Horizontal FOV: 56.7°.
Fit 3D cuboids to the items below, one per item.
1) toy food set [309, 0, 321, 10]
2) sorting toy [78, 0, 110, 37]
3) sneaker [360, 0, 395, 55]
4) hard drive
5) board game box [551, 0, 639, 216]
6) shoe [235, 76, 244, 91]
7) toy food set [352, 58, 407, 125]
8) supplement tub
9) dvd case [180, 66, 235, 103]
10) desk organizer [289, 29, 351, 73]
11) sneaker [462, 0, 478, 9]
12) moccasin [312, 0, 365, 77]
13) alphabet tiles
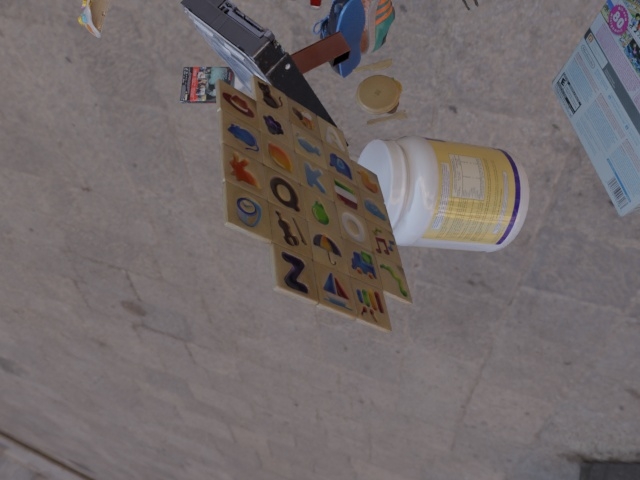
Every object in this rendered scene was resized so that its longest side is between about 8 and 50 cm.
[{"bbox_3d":[0.009,-0.524,1.173,0.232,0.111,0.105,5,143,-3],"label":"toy food set"},{"bbox_3d":[-0.391,-0.406,1.022,0.044,0.084,0.075,15,176,-18],"label":"sorting toy"},{"bbox_3d":[0.165,-0.715,1.781,0.108,0.121,0.302,36,141,27],"label":"sneaker"},{"bbox_3d":[-0.095,-0.299,1.103,0.237,0.064,0.339,44,179,32],"label":"hard drive"},{"bbox_3d":[0.412,-0.196,0.685,0.097,0.224,0.303,-16,161,-9],"label":"board game box"},{"bbox_3d":[-0.173,-0.440,1.491,0.063,0.178,0.081,31,-179,9],"label":"shoe"},{"bbox_3d":[0.164,-0.402,1.646,0.132,0.192,0.038,-12,162,4],"label":"toy food set"},{"bbox_3d":[0.259,-0.102,1.311,0.331,0.241,0.241,5,150,-20],"label":"supplement tub"},{"bbox_3d":[-0.251,-0.347,1.322,0.119,0.087,0.013,0,166,6],"label":"dvd case"},{"bbox_3d":[-0.002,-0.394,1.277,0.050,0.130,0.047,60,171,8],"label":"desk organizer"},{"bbox_3d":[0.381,-0.705,1.582,0.051,0.089,0.170,-16,110,12],"label":"sneaker"},{"bbox_3d":[0.041,-0.579,1.673,0.117,0.137,0.342,45,167,11],"label":"moccasin"},{"bbox_3d":[-0.006,-0.056,0.728,0.285,0.343,0.011,25,131,-37],"label":"alphabet tiles"}]
